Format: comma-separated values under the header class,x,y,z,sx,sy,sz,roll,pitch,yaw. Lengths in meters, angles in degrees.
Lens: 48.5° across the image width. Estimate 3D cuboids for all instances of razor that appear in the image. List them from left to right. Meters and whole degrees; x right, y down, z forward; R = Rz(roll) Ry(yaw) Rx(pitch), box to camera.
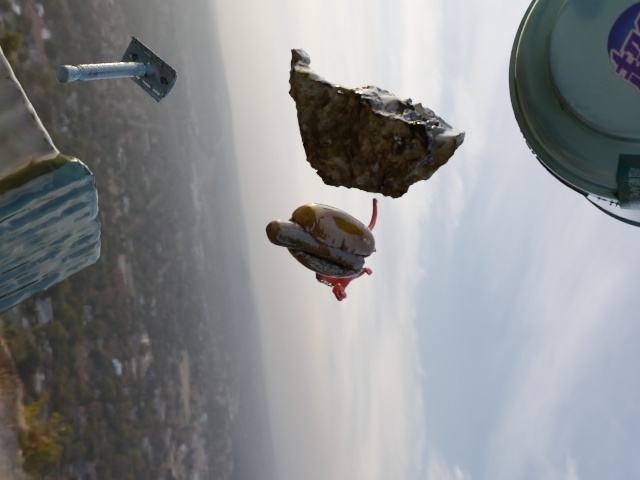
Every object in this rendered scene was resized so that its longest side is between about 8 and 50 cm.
class,x,y,z,sx,sy,sz,roll,pitch,yaw
razor,-0.336,-0.270,1.133,0.068,0.106,0.232,-54,172,25

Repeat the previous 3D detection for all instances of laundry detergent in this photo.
class,x,y,z,sx,sy,sz,roll,pitch,yaw
laundry detergent,0.365,-0.163,0.757,0.305,0.287,0.287,9,69,-60

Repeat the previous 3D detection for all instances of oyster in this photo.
class,x,y,z,sx,sy,sz,roll,pitch,yaw
oyster,0.052,-0.193,1.250,0.204,0.396,0.111,-59,150,1

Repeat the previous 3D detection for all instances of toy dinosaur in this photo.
class,x,y,z,sx,sy,sz,roll,pitch,yaw
toy dinosaur,0.057,0.026,1.675,0.070,0.139,0.286,45,45,-34

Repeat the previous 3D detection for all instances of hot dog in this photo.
class,x,y,z,sx,sy,sz,roll,pitch,yaw
hot dog,0.001,-0.001,0.899,0.090,0.140,0.060,-50,-162,25

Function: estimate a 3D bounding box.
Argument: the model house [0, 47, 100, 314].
class,x,y,z,sx,sy,sz,roll,pitch,yaw
model house,-0.373,-0.001,0.458,0.335,0.382,0.342,5,-56,57
